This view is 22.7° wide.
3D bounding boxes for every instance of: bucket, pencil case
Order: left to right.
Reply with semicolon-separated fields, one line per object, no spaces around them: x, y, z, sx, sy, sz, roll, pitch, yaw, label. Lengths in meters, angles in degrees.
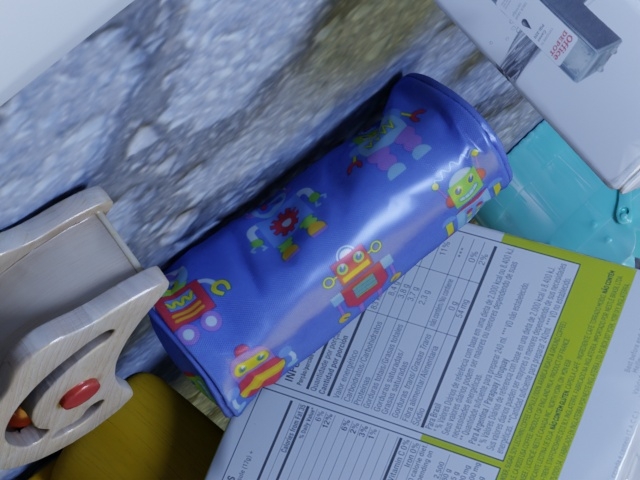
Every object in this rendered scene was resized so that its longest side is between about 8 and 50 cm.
0.000;0.000;1.222;0.306;0.133;0.119;-39;131;-8;pencil case
0.320;-0.048;1.855;0.281;0.183;0.281;-38;168;-10;bucket

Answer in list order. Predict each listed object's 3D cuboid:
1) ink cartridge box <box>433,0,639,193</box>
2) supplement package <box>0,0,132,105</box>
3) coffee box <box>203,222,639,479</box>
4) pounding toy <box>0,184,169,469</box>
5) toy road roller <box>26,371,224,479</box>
0.157;-0.142;0.955;0.092;0.218;0.158;-46;167;27;ink cartridge box
-0.081;-0.138;0.323;0.204;0.145;0.262;-40;178;-11;supplement package
0.137;0.198;1.393;0.338;0.334;0.337;-67;152;-14;coffee box
-0.165;0.104;1.010;0.154;0.155;0.269;-21;158;-45;pounding toy
-0.197;0.266;1.415;0.329;0.202;0.240;-35;155;-45;toy road roller
